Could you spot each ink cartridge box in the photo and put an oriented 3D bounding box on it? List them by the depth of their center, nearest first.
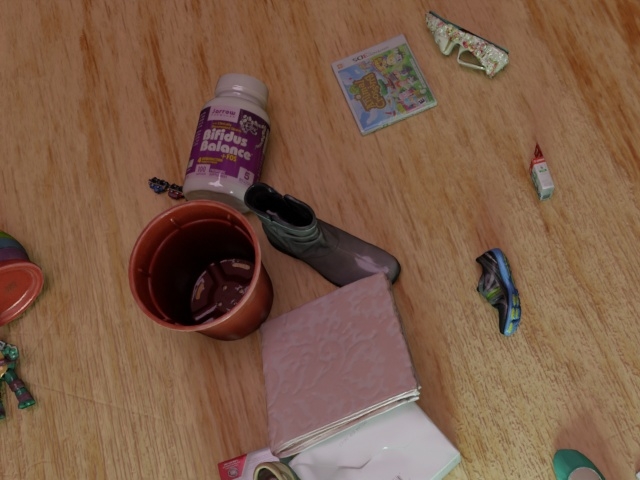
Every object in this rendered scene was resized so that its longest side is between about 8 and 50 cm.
[{"bbox_3d":[-0.109,0.512,1.561,0.128,0.127,0.176,-19,68,4],"label":"ink cartridge box"},{"bbox_3d":[0.478,-0.152,1.724,0.029,0.063,0.115,-15,68,3],"label":"ink cartridge box"}]

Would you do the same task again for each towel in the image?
[{"bbox_3d":[0.027,0.240,1.581,0.317,0.053,0.331,-25,40,13],"label":"towel"}]

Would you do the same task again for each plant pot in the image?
[{"bbox_3d":[-0.225,0.087,1.663,0.273,0.265,0.272,-4,70,10],"label":"plant pot"}]

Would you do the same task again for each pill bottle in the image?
[{"bbox_3d":[-0.208,-0.226,1.824,0.169,0.169,0.301,6,72,13],"label":"pill bottle"}]

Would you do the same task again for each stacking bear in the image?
[{"bbox_3d":[-0.795,0.037,1.853,0.164,0.175,0.289,-35,56,-26],"label":"stacking bear"}]

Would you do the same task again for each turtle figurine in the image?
[{"bbox_3d":[-0.734,0.280,1.772,0.175,0.118,0.234,-27,83,16],"label":"turtle figurine"}]

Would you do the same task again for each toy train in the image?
[{"bbox_3d":[-0.346,-0.116,1.889,0.158,0.027,0.036,19,86,16],"label":"toy train"}]

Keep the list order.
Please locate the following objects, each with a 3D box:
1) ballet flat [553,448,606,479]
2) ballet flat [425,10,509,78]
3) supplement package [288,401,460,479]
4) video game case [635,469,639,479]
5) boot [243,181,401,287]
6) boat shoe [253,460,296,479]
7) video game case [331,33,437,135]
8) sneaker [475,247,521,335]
[{"bbox_3d":[0.518,0.500,1.468,0.083,0.087,0.247,-25,68,2],"label":"ballet flat"},{"bbox_3d":[0.331,-0.462,1.858,0.241,0.091,0.077,36,103,24],"label":"ballet flat"},{"bbox_3d":[0.112,0.432,1.539,0.262,0.145,0.204,-41,68,-5],"label":"supplement package"},{"bbox_3d":[0.705,0.461,1.484,0.143,0.019,0.157,-38,68,-4],"label":"video game case"},{"bbox_3d":[0.000,0.000,1.674,0.338,0.222,0.118,19,74,17],"label":"boot"},{"bbox_3d":[-0.052,0.546,1.419,0.109,0.098,0.302,-22,71,1],"label":"boat shoe"},{"bbox_3d":[0.150,-0.376,1.889,0.193,0.023,0.212,-22,68,2],"label":"video game case"},{"bbox_3d":[0.372,0.111,1.658,0.078,0.067,0.188,-20,68,26],"label":"sneaker"}]
